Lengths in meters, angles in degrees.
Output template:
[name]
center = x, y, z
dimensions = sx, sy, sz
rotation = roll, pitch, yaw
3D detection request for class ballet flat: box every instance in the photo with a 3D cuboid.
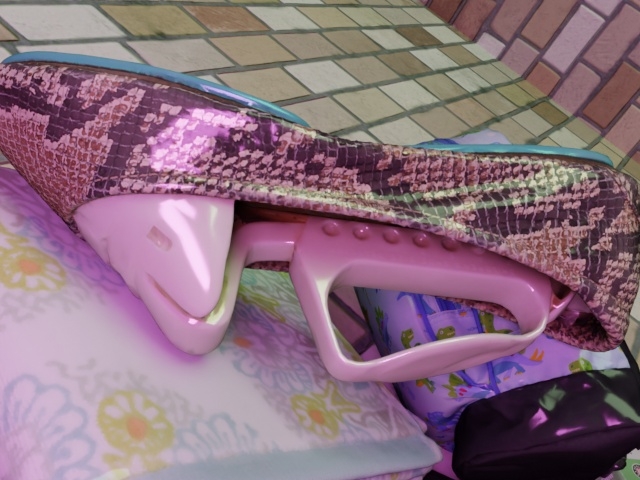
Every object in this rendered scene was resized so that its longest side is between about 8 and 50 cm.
[ballet flat]
center = 0.000, 0.000, 0.469
dimensions = 0.483, 0.164, 0.181
rotation = 9, 68, -10

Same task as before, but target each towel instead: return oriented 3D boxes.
[towel]
center = -0.097, 0.089, 0.542
dimensions = 0.375, 0.090, 0.320
rotation = 17, 24, -52

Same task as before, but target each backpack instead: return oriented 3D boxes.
[backpack]
center = 0.153, 0.055, 0.706
dimensions = 0.274, 0.290, 0.355
rotation = -4, 64, 6

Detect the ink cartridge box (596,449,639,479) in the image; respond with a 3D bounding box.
[ink cartridge box]
center = 0.333, 0.233, 0.816
dimensions = 0.154, 0.093, 0.212
rotation = 15, 34, -26

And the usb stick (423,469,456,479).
[usb stick]
center = 0.183, 0.285, 0.655
dimensions = 0.278, 0.045, 0.077
rotation = 27, 25, -10
